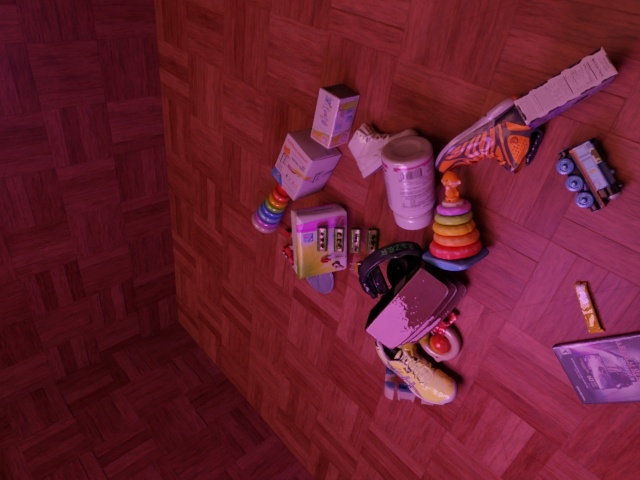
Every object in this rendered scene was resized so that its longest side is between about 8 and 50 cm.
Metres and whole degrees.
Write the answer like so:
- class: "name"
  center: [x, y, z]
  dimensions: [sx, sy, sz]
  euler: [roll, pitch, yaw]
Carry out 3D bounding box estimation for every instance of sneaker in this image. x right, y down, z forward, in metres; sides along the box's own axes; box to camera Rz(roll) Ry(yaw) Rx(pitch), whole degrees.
- class: "sneaker"
  center: [0.480, -0.247, 1.269]
  dimensions: [0.180, 0.125, 0.321]
  euler: [60, 142, 9]
- class: "sneaker"
  center: [0.201, -0.351, 1.551]
  dimensions: [0.292, 0.108, 0.169]
  euler: [-32, 88, 53]
- class: "sneaker"
  center: [0.358, 0.509, 1.745]
  dimensions: [0.385, 0.145, 0.147]
  euler: [26, 167, 41]

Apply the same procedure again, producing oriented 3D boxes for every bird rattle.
- class: "bird rattle"
  center: [0.441, 0.355, 1.675]
  dimensions: [0.207, 0.143, 0.253]
  euler: [47, 127, 5]

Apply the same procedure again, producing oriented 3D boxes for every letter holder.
- class: "letter holder"
  center: [0.331, 0.235, 1.505]
  dimensions: [0.214, 0.152, 0.302]
  euler: [38, 112, 1]

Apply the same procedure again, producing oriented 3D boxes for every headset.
- class: "headset"
  center: [0.265, 0.157, 1.647]
  dimensions: [0.394, 0.243, 0.185]
  euler: [91, 162, -57]

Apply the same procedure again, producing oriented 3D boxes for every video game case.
- class: "video game case"
  center: [0.838, 0.369, 1.262]
  dimensions: [0.274, 0.026, 0.196]
  euler: [-32, 84, 53]

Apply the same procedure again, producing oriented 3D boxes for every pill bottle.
- class: "pill bottle"
  center: [0.293, -0.181, 1.443]
  dimensions: [0.160, 0.160, 0.283]
  euler: [27, 148, 38]

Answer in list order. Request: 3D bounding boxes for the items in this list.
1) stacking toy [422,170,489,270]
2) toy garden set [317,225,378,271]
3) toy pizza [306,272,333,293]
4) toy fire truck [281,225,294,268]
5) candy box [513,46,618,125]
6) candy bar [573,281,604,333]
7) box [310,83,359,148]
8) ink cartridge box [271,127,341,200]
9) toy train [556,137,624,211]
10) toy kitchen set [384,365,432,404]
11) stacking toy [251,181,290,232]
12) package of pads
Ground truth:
- class: "stacking toy"
  center: [0.417, -0.073, 1.392]
  dimensions: [0.175, 0.166, 0.301]
  euler: [15, 122, 49]
- class: "toy garden set"
  center: [0.107, 0.047, 1.797]
  dimensions: [0.244, 0.049, 0.203]
  euler: [2, 118, 3]
- class: "toy pizza"
  center: [-0.005, 0.158, 2.121]
  dimensions: [0.201, 0.032, 0.201]
  euler: [25, 127, 38]
- class: "toy fire truck"
  center: [-0.135, 0.041, 2.197]
  dimensions: [0.192, 0.047, 0.135]
  euler: [54, 139, 13]
- class: "candy box"
  center: [0.568, -0.346, 1.035]
  dimensions: [0.196, 0.165, 0.070]
  euler: [-30, 84, 29]
- class: "candy bar"
  center: [0.762, 0.192, 1.260]
  dimensions: [0.040, 0.018, 0.161]
  euler: [-16, 96, 48]
- class: "box"
  center: [0.051, -0.463, 1.658]
  dimensions: [0.103, 0.114, 0.203]
  euler: [40, 136, 27]
- class: "ink cartridge box"
  center: [-0.062, -0.317, 1.823]
  dimensions: [0.171, 0.168, 0.232]
  euler: [51, 139, 19]
- class: "toy train"
  center: [0.681, -0.164, 1.119]
  dimensions: [0.105, 0.080, 0.184]
  euler: [-32, 84, 46]
- class: "toy kitchen set"
  center: [0.379, 0.580, 1.878]
  dimensions: [0.207, 0.166, 0.122]
  euler: [5, 120, 8]
- class: "stacking toy"
  center: [-0.208, -0.179, 2.118]
  dimensions: [0.141, 0.141, 0.330]
  euler: [54, 134, 14]
- class: "package of pads"
  center: [0.000, 0.000, 1.876]
  dimensions: [0.101, 0.229, 0.296]
  euler: [-133, 38, -57]
